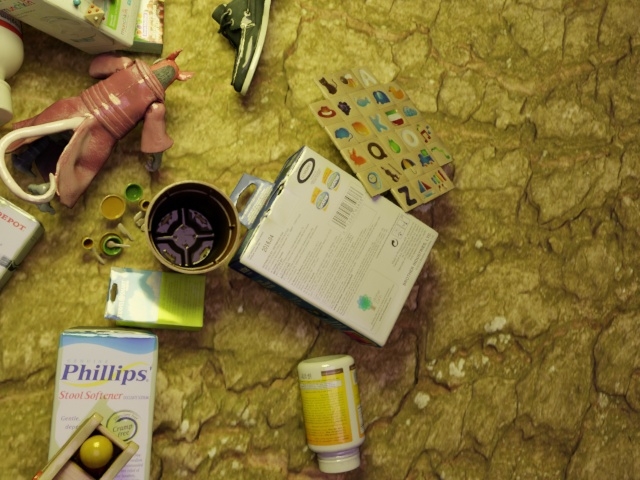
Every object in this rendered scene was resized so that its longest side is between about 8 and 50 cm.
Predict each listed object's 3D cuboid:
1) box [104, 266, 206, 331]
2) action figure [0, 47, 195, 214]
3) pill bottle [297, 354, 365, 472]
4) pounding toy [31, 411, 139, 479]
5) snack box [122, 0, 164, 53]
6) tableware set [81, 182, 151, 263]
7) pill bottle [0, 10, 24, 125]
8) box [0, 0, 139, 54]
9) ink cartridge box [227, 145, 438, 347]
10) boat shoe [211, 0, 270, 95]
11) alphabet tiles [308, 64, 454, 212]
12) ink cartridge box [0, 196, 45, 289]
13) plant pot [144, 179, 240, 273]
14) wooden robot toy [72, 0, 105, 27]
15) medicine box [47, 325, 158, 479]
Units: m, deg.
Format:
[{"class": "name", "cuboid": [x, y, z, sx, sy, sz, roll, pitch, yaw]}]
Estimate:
[{"class": "box", "cuboid": [-0.311, 0.112, 1.188, 0.178, 0.042, 0.109, 7, 63, -16]}, {"class": "action figure", "cuboid": [-0.393, -0.236, 1.110, 0.370, 0.276, 0.248, -39, 90, -4]}, {"class": "pill bottle", "cuboid": [0.024, 0.341, 1.243, 0.117, 0.117, 0.215, -6, 85, -18]}, {"class": "pounding toy", "cuboid": [-0.385, 0.334, 0.818, 0.155, 0.154, 0.269, 42, 74, -8]}, {"class": "snack box", "cuboid": [-0.392, -0.481, 1.219, 0.174, 0.070, 0.207, 3, 85, -15]}, {"class": "tableware set", "cuboid": [-0.382, -0.033, 1.182, 0.154, 0.024, 0.104, -43, 125, -17]}, {"class": "pill bottle", "cuboid": [-0.635, -0.406, 1.061, 0.229, 0.229, 0.408, -6, 86, -18]}, {"class": "box", "cuboid": [-0.421, -0.486, 1.047, 0.231, 0.126, 0.262, 15, 79, -54]}, {"class": "ink cartridge box", "cuboid": [0.000, 0.000, 1.257, 0.395, 0.151, 0.270, 32, 75, -13]}, {"class": "boat shoe", "cuboid": [-0.162, -0.460, 1.273, 0.113, 0.127, 0.340, 13, 78, -15]}, {"class": "alphabet tiles", "cuboid": [0.136, -0.224, 1.321, 0.285, 0.011, 0.343, -26, 78, -39]}, {"class": "ink cartridge box", "cuboid": [-0.610, 0.017, 1.095, 0.153, 0.087, 0.208, 35, 76, -11]}, {"class": "plant pot", "cuboid": [-0.248, -0.016, 1.173, 0.167, 0.165, 0.167, 2, 83, -18]}, {"class": "wooden robot toy", "cuboid": [-0.338, -0.431, 0.994, 0.076, 0.079, 0.173, -1, 94, -55]}, {"class": "medicine box", "cuboid": [-0.360, 0.293, 1.049, 0.149, 0.263, 0.289, 4, 82, -17]}]
